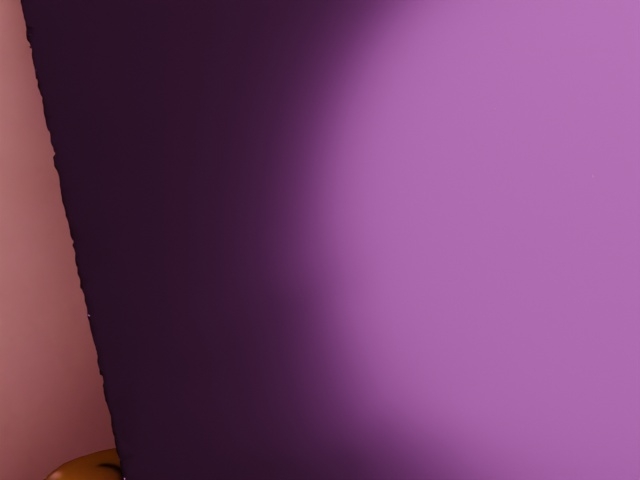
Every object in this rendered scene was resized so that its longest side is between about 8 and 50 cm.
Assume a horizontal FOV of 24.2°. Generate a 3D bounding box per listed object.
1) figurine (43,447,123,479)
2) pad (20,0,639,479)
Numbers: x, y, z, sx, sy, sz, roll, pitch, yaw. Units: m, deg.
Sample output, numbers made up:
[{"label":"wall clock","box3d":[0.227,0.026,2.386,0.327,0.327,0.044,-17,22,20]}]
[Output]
[{"label":"figurine","box3d":[-0.026,0.135,0.558,0.327,0.218,0.169,-19,122,-28]},{"label":"pad","box3d":[-0.001,0.000,0.550,0.315,0.063,0.375,-10,59,-11]}]
